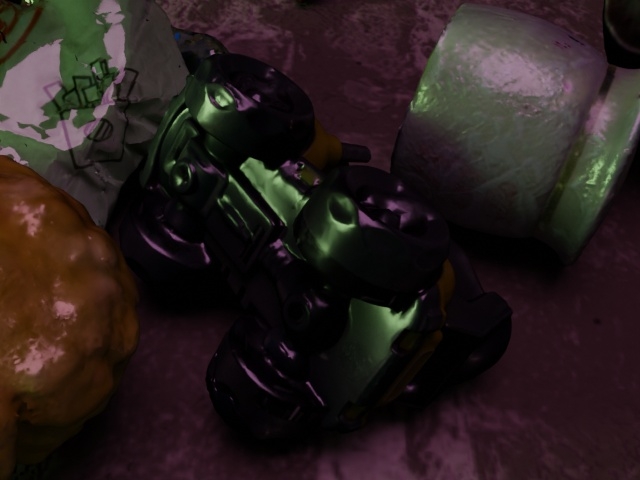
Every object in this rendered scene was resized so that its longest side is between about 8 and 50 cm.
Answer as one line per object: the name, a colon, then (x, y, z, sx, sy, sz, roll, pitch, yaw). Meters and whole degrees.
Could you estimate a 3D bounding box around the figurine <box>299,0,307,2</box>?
figurine: (-0.014, -0.275, 0.796, 0.071, 0.067, 0.083, 43, 36, 5)

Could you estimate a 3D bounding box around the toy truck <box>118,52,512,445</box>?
toy truck: (0.000, 0.000, 0.496, 0.165, 0.147, 0.224, -4, 44, -49)

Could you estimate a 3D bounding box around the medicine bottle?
medicine bottle: (0.137, -0.072, 0.564, 0.143, 0.147, 0.147, 23, 48, 12)

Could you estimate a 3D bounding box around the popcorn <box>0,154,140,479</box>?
popcorn: (-0.200, 0.016, 0.402, 0.200, 0.203, 0.226, -21, 63, -17)

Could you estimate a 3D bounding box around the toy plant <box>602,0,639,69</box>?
toy plant: (0.318, -0.136, 0.636, 0.235, 0.175, 0.218, 29, 43, -39)

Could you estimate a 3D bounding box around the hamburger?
hamburger: (-0.189, -0.131, 0.579, 0.261, 0.150, 0.276, 29, 49, 17)
